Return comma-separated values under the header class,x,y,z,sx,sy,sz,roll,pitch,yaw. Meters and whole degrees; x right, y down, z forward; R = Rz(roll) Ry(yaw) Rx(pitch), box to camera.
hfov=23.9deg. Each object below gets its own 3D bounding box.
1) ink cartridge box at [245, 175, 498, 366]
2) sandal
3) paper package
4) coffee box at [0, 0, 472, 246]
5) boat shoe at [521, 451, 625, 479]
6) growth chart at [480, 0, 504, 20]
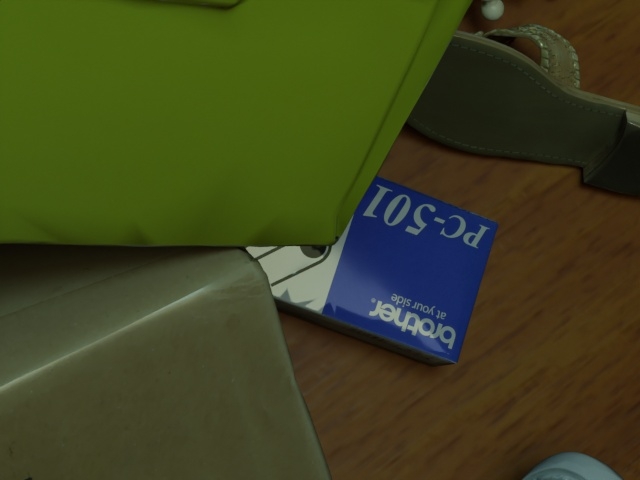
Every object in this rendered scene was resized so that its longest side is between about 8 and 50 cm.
class,x,y,z,sx,sy,sz,roll,pitch,yaw
ink cartridge box,0.000,0.000,0.944,0.207,0.046,0.097,20,77,-13
sandal,0.139,-0.103,1.000,0.240,0.088,0.079,19,45,-20
paper package,-0.159,0.160,0.749,0.325,0.168,0.309,-26,121,-18
coffee box,-0.125,-0.226,0.613,0.338,0.338,0.334,0,41,-40
boat shoe,0.223,0.262,0.954,0.094,0.109,0.302,-31,92,-52
growth chart,0.175,-0.245,0.991,0.237,0.172,0.021,-38,49,-23
